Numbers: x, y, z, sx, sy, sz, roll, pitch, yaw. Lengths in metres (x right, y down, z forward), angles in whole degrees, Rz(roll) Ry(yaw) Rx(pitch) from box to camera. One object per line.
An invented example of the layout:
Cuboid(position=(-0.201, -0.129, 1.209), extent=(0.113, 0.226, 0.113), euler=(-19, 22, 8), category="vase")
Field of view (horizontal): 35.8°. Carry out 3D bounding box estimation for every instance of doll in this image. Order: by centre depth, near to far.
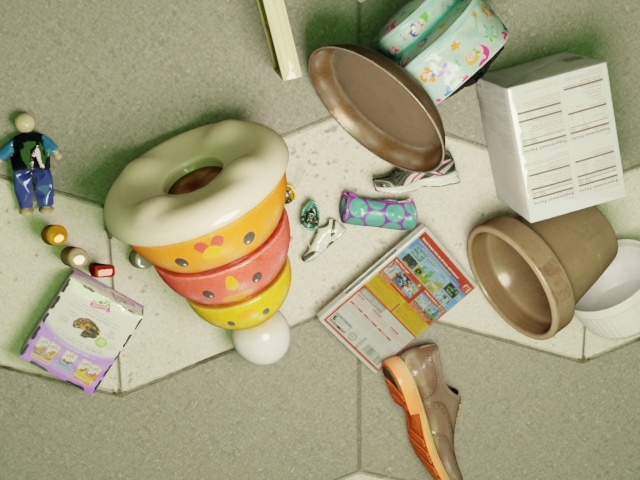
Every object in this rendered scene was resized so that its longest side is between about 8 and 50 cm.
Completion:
Cuboid(position=(-0.548, -0.144, 1.855), extent=(0.129, 0.046, 0.189), euler=(-3, 107, -9), category="doll")

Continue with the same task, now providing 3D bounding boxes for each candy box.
Cuboid(position=(-0.468, 0.178, 1.950), extent=(0.165, 0.070, 0.196), euler=(32, 100, -16), category="candy box")

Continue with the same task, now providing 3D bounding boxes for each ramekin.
Cuboid(position=(0.607, 0.107, 2.029), extent=(0.207, 0.207, 0.109), euler=(-37, 117, 3), category="ramekin")

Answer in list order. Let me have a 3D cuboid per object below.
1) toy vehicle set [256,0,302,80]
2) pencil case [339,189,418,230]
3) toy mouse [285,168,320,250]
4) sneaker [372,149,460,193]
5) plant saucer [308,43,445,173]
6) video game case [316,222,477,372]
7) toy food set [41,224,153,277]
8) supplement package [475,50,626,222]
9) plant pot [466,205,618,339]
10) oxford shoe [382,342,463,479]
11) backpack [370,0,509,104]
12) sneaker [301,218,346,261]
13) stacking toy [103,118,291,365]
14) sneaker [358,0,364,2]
Cuboid(position=(-0.091, -0.428, 1.778), extent=(0.035, 0.166, 0.267), euler=(-16, 108, -4), category="toy vehicle set")
Cuboid(position=(0.115, -0.060, 1.972), extent=(0.152, 0.064, 0.070), euler=(4, 122, -10), category="pencil case")
Cuboid(position=(-0.055, -0.041, 1.966), extent=(0.161, 0.031, 0.143), euler=(-35, 104, 6), category="toy mouse")
Cuboid(position=(0.185, -0.138, 1.967), extent=(0.178, 0.072, 0.077), euler=(-11, 96, -14), category="sneaker")
Cuboid(position=(0.111, -0.248, 1.807), extent=(0.310, 0.310, 0.050), euler=(47, 71, -18), category="plant saucer")
Cuboid(position=(0.159, 0.123, 2.030), extent=(0.285, 0.025, 0.204), euler=(-41, 122, 5), category="video game case")
Cuboid(position=(-0.417, 0.012, 1.913), extent=(0.232, 0.104, 0.111), euler=(-6, 94, -25), category="toy food set")
Cuboid(position=(0.439, -0.204, 1.907), extent=(0.198, 0.199, 0.262), euler=(-16, 108, -4), category="supplement package")
Cuboid(position=(0.460, 0.031, 1.973), extent=(0.229, 0.263, 0.263), euler=(-31, 109, -17), category="plant pot")
Cuboid(position=(0.253, 0.385, 2.096), extent=(0.133, 0.130, 0.363), euler=(-27, 114, -13), category="oxford shoe")
Cuboid(position=(0.218, -0.356, 1.800), extent=(0.225, 0.253, 0.191), euler=(-42, 108, 6), category="backpack")
Cuboid(position=(0.000, 0.000, 1.991), extent=(0.109, 0.040, 0.044), euler=(-43, 92, 1), category="sneaker")
Cuboid(position=(-0.158, 0.047, 1.866), extent=(0.351, 0.350, 0.480), euler=(-24, 123, -1), category="stacking toy")
Cuboid(position=(0.031, -0.531, 1.818), extent=(0.080, 0.094, 0.212), euler=(-31, 88, -27), category="sneaker")
